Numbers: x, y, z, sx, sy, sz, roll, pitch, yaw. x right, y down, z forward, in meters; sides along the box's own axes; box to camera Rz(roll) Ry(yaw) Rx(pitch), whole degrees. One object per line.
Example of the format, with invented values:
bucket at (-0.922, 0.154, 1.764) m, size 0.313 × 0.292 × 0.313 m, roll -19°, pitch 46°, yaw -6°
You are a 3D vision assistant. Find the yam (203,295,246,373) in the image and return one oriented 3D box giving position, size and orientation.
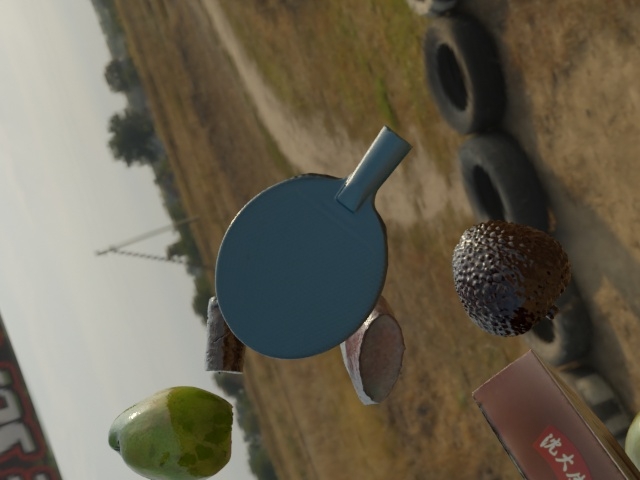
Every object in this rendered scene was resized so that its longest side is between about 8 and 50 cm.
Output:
yam at (-0.170, 0.170, 1.841) m, size 0.079 × 0.079 × 0.141 m, roll 96°, pitch 176°, yaw -76°

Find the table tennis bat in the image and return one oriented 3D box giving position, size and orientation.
table tennis bat at (0.000, 0.000, 1.276) m, size 0.215 × 0.329 × 0.044 m, roll 39°, pitch -173°, yaw 15°

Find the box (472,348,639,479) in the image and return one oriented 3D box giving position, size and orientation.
box at (0.427, 0.387, 1.534) m, size 0.385 × 0.122 × 0.344 m, roll 42°, pitch -167°, yaw -48°

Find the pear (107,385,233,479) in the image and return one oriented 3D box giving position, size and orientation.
pear at (-0.261, 0.343, 1.780) m, size 0.187 × 0.220 × 0.187 m, roll 179°, pitch 90°, yaw -84°

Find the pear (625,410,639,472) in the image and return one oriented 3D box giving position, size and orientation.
pear at (0.779, 0.448, 2.141) m, size 0.321 × 0.269 × 0.269 m, roll 107°, pitch 146°, yaw -52°

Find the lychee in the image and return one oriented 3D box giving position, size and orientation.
lychee at (0.299, 0.058, 1.599) m, size 0.194 × 0.195 × 0.194 m, roll 160°, pitch 90°, yaw -84°

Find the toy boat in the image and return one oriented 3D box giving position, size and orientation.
toy boat at (0.060, 0.168, 1.787) m, size 0.282 × 0.096 × 0.206 m, roll -142°, pitch 49°, yaw -66°
